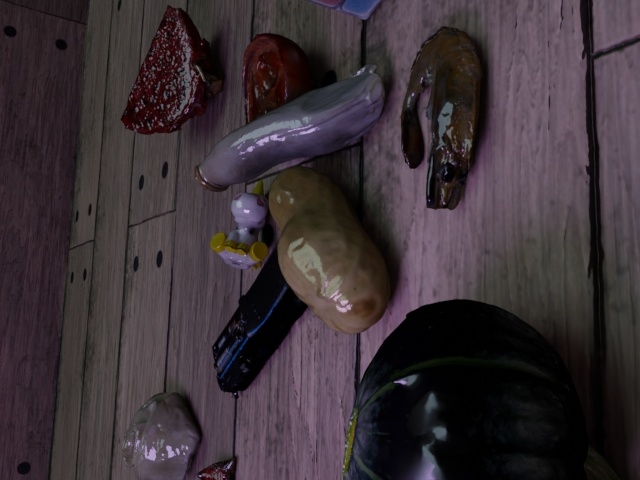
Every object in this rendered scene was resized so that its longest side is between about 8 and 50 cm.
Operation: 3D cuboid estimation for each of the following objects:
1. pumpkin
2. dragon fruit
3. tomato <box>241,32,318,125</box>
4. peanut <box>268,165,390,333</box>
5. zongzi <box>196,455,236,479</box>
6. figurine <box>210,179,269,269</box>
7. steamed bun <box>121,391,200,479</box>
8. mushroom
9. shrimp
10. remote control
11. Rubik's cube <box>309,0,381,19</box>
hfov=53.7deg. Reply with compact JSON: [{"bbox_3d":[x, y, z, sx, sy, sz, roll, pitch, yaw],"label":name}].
[{"bbox_3d":[0.162,0.207,0.628,0.295,0.295,0.296,-15,72,54],"label":"pumpkin"},{"bbox_3d":[-0.319,-0.363,1.517,0.205,0.152,0.317,43,113,27],"label":"dragon fruit"},{"bbox_3d":[-0.068,-0.262,1.148,0.228,0.101,0.228,3,93,63],"label":"tomato"},{"bbox_3d":[0.000,0.000,0.950,0.148,0.147,0.319,-57,41,33],"label":"peanut"},{"bbox_3d":[-0.189,0.455,1.252,0.083,0.067,0.074,20,89,37],"label":"zongzi"},{"bbox_3d":[-0.138,-0.033,1.202,0.129,0.109,0.178,46,-128,-76],"label":"figurine"},{"bbox_3d":[-0.379,0.461,1.436,0.218,0.144,0.211,55,129,46],"label":"steamed bun"},{"bbox_3d":[-0.054,-0.168,1.006,0.351,0.109,0.097,-21,75,19],"label":"mushroom"},{"bbox_3d":[0.149,-0.162,0.847,0.173,0.058,0.253,-3,79,64],"label":"shrimp"},{"bbox_3d":[-0.108,0.133,1.165,0.399,0.062,0.145,-56,41,34],"label":"remote control"},{"bbox_3d":[0.013,-0.529,0.928,0.253,0.256,0.259,-40,52,47],"label":"Rubik's cube"}]
